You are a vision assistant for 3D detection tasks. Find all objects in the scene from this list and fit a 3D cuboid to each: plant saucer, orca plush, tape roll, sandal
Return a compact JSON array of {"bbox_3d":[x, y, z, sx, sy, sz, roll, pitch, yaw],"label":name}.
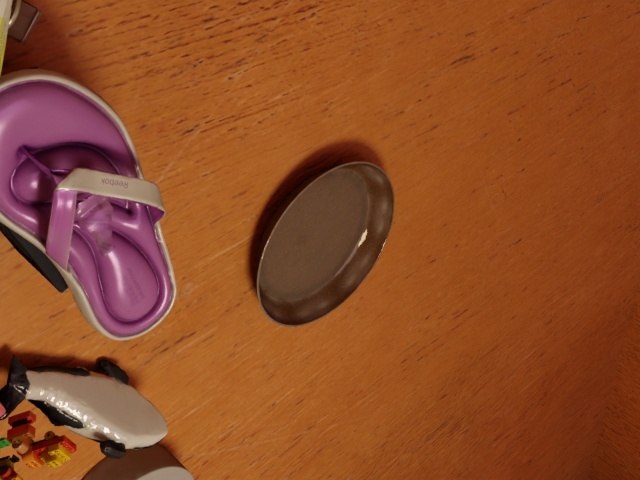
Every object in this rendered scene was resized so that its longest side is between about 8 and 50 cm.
[{"bbox_3d":[0.000,0.000,1.614,0.310,0.050,0.311,-32,140,-31],"label":"plant saucer"},{"bbox_3d":[-0.349,0.251,1.362,0.102,0.151,0.287,-32,156,23],"label":"orca plush"},{"bbox_3d":[-0.312,0.440,1.588,0.219,0.072,0.219,-31,140,-30],"label":"tape roll"},{"bbox_3d":[-0.238,-0.022,1.064,0.169,0.102,0.416,-44,144,-16],"label":"sandal"}]

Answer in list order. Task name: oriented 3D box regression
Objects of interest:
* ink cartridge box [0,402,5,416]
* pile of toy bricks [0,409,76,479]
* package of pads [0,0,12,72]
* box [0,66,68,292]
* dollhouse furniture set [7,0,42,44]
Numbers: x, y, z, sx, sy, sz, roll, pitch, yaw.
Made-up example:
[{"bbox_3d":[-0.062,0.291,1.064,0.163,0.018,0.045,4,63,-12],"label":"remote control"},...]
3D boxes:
[{"bbox_3d":[-0.494,0.174,1.124,0.158,0.092,0.218,-41,145,-20],"label":"ink cartridge box"},{"bbox_3d":[-0.426,0.306,1.229,0.212,0.105,0.118,-20,139,10],"label":"pile of toy bricks"},{"bbox_3d":[-0.400,-0.140,0.842,0.101,0.229,0.297,-81,-171,-63],"label":"package of pads"},{"bbox_3d":[-0.314,-0.066,1.124,0.153,0.108,0.207,-43,145,-18],"label":"box"},{"bbox_3d":[-0.311,-0.286,0.946,0.182,0.101,0.161,21,102,-55],"label":"dollhouse furniture set"}]
